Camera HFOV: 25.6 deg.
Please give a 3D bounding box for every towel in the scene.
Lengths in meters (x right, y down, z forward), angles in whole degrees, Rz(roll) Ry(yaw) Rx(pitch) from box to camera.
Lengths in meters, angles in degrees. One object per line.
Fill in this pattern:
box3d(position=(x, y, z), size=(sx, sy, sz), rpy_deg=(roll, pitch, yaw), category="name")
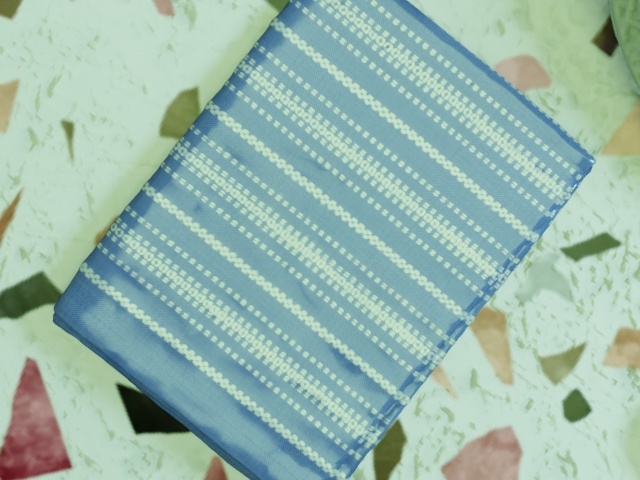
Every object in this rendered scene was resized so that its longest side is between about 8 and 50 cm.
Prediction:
box3d(position=(0.000, 0.000, 0.989), size=(0.243, 0.040, 0.336), rpy_deg=(39, 95, -3), category="towel")

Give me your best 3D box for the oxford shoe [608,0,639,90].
box3d(position=(0.247, -0.224, 0.898), size=(0.169, 0.130, 0.449), rpy_deg=(-20, 101, 45), category="oxford shoe")
